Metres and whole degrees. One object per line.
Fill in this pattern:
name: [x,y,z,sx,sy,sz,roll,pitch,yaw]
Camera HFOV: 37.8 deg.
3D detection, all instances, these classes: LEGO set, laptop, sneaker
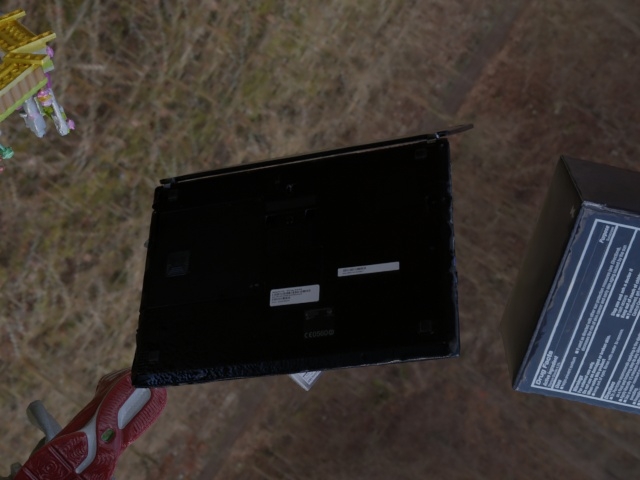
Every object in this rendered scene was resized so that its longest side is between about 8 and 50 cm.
LEGO set: [-0.296,-0.121,0.874,0.287,0.132,0.107,-111,-173,-52]
laptop: [0.000,0.000,0.728,0.136,0.235,0.264,54,32,-56]
sneaker: [-0.272,0.236,1.112,0.221,0.087,0.128,-40,-171,-8]

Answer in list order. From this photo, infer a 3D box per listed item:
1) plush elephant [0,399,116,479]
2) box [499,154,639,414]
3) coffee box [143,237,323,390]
plush elephant: [-0.411,0.386,1.342,0.330,0.271,0.255,-19,-147,3]
box: [0.434,0.069,1.281,0.182,0.294,0.296,-86,-171,-63]
coffee box: [-0.097,0.075,1.369,0.119,0.168,0.297,-49,136,-9]
